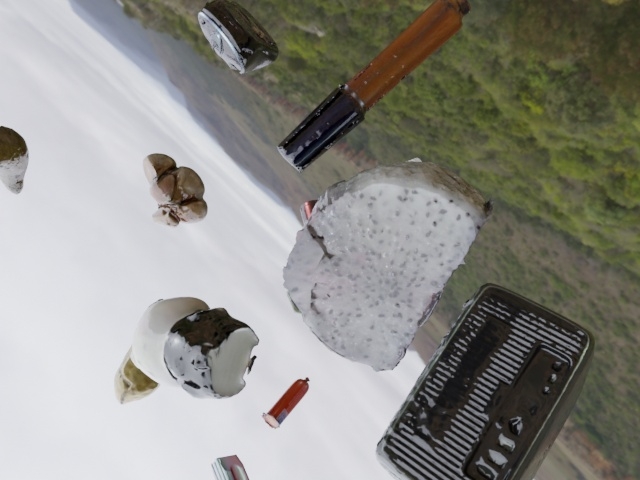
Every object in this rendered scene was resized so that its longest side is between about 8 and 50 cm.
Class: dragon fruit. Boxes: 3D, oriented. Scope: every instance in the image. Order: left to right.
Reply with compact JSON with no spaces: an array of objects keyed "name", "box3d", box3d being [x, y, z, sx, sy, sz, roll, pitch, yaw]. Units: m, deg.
[{"name":"dragon fruit","box3d":[0.084,0.003,0.798,0.204,0.282,0.221,29,-153,4]}]

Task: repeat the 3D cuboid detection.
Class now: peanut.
[{"name":"peanut","box3d":[-0.522,0.356,1.766,0.174,0.339,0.158,2,148,49]}]

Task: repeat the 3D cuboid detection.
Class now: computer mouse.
[{"name":"computer mouse","box3d":[-0.165,-0.395,1.108,0.137,0.096,0.233,46,-161,0]}]

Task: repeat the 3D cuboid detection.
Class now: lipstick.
[{"name":"lipstick","box3d":[0.095,-0.282,1.008,0.077,0.418,0.077,48,-175,-5]}]

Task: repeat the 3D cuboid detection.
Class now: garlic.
[{"name":"garlic","box3d":[-0.403,-0.142,1.585,0.191,0.160,0.213,0,96,63]}]

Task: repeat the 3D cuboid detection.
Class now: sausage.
[{"name":"sausage","box3d":[-0.071,0.361,1.288,0.050,0.145,0.048,22,134,26]}]

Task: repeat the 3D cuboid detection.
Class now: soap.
[{"name":"soap","box3d":[-0.223,0.622,1.449,0.056,0.100,0.149,-8,-126,-36]}]

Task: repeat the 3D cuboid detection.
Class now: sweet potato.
[{"name":"sweet potato","box3d":[-0.645,-0.171,1.103,0.098,0.124,0.310,56,179,6]}]

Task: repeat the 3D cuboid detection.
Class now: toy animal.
[{"name":"toy animal","box3d":[-0.285,0.240,1.277,0.267,0.212,0.212,13,162,35]}]

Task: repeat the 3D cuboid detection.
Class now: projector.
[{"name":"projector","box3d":[0.314,0.333,1.077,0.242,0.395,0.405,30,166,30]}]

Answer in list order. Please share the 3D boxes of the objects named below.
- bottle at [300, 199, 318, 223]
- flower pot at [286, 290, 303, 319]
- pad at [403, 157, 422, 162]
[{"name":"bottle","box3d":[0.000,0.000,1.165,0.060,0.060,0.164,44,-150,-66]},{"name":"flower pot","box3d":[0.079,0.194,1.825,0.367,0.254,0.164,44,-169,-35]},{"name":"pad","box3d":[0.267,-0.120,1.469,0.235,0.003,0.158,42,151,-25]}]
